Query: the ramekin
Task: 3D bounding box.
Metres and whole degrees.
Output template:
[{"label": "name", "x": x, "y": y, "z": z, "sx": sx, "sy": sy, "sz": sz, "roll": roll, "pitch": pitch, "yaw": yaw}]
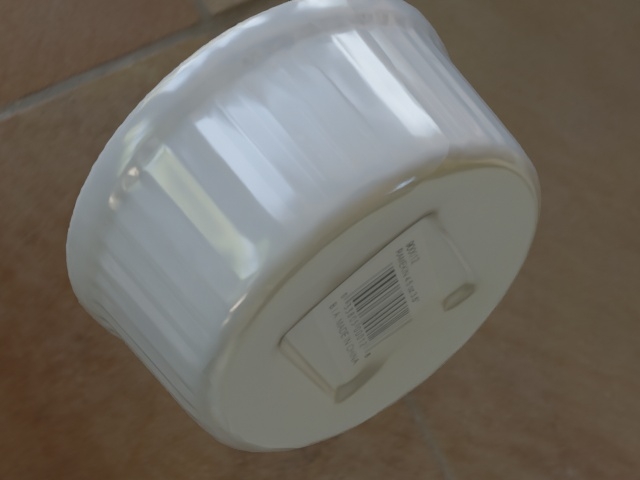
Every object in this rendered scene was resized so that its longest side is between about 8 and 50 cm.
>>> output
[{"label": "ramekin", "x": 0.000, "y": 0.000, "z": 0.959, "sx": 0.277, "sy": 0.277, "sz": 0.135, "roll": -20, "pitch": 55, "yaw": -31}]
